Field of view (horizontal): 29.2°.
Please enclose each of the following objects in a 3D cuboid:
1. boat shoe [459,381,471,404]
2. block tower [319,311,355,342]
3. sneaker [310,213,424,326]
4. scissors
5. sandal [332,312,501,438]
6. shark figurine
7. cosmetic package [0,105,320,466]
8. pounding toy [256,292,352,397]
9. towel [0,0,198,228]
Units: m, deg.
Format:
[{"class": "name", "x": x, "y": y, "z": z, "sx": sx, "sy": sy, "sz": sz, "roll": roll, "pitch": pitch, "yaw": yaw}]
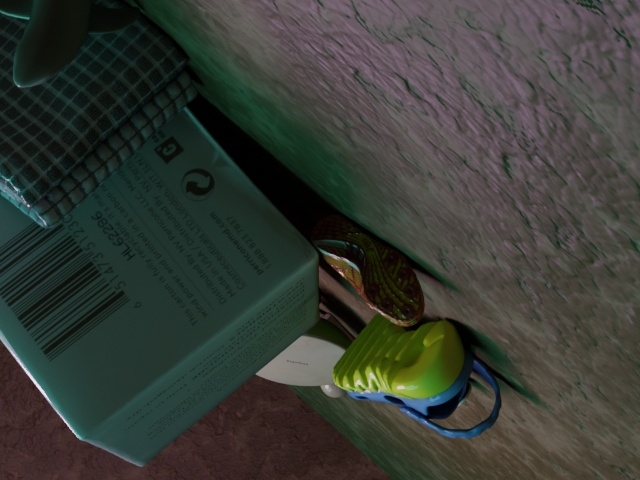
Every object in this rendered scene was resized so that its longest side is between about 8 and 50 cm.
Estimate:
[{"class": "boat shoe", "x": 0.152, "y": 0.181, "z": 1.605, "sx": 0.043, "sy": 0.049, "sz": 0.137, "roll": 48, "pitch": 173, "yaw": -19}, {"class": "block tower", "x": -0.053, "y": 0.156, "z": 2.127, "sx": 0.091, "sy": 0.097, "sz": 0.335, "roll": 46, "pitch": 168, "yaw": -23}, {"class": "sneaker", "x": 0.059, "y": 0.033, "z": 1.318, "sx": 0.175, "sy": 0.064, "sz": 0.067, "roll": 47, "pitch": 179, "yaw": 40}, {"class": "scissors", "x": 0.000, "y": 0.000, "z": 1.484, "sx": 0.109, "sy": 0.021, "sz": 0.297, "roll": 49, "pitch": 169, "yaw": -26}, {"class": "sandal", "x": 0.116, "y": 0.169, "z": 1.491, "sx": 0.138, "sy": 0.126, "sz": 0.317, "roll": 41, "pitch": 172, "yaw": -15}, {"class": "shark figurine", "x": -0.276, "y": -0.290, "z": 1.199, "sx": 0.278, "sy": 0.166, "sz": 0.116, "roll": 57, "pitch": 149, "yaw": 20}, {"class": "cosmetic package", "x": -0.223, "y": 0.042, "z": 1.517, "sx": 0.329, "sy": 0.327, "sz": 0.393, "roll": 49, "pitch": 171, "yaw": 11}, {"class": "pounding toy", "x": -0.009, "y": 0.147, "z": 1.896, "sx": 0.237, "sy": 0.110, "sz": 0.183, "roll": 26, "pitch": 145, "yaw": -30}, {"class": "towel", "x": -0.309, "y": -0.177, "z": 1.317, "sx": 0.284, "sy": 0.235, "sz": 0.121, "roll": 36, "pitch": 165, "yaw": 25}]
